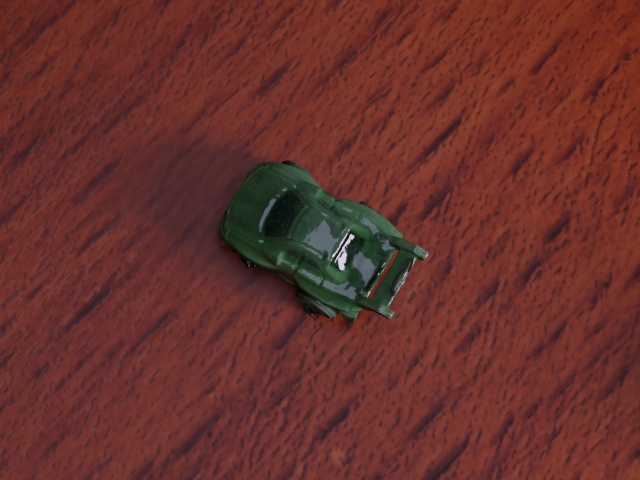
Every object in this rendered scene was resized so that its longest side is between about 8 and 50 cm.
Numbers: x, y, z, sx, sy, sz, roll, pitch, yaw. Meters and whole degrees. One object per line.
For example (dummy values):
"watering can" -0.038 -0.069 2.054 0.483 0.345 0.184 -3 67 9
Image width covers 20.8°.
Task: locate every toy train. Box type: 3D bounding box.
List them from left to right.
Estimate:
"toy train" 0.000 0.000 1.331 0.149 0.081 0.099 32 81 -1
